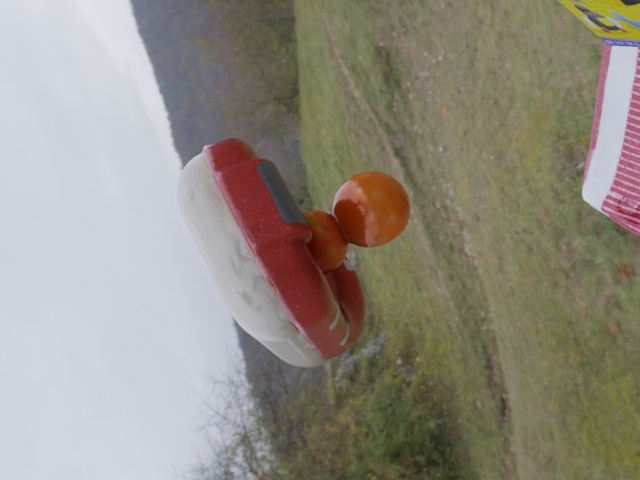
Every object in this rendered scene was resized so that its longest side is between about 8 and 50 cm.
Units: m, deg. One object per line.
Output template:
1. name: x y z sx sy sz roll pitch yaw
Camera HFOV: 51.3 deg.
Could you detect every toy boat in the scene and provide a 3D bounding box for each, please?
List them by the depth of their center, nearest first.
1. toy boat: 0.000 0.000 0.514 0.151 0.151 0.231 61 179 21

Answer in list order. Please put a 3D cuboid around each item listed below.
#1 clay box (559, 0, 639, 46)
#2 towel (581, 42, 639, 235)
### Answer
1. clay box: 0.161 -0.189 0.391 0.222 0.053 0.127 25 -173 -27
2. towel: 0.344 -0.053 0.509 0.329 0.037 0.237 44 153 43
